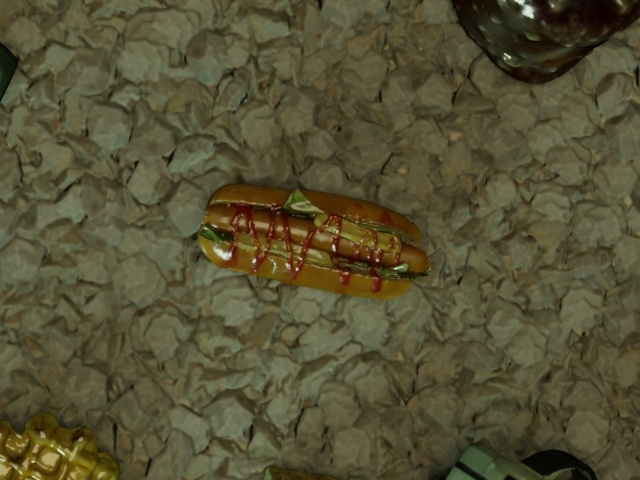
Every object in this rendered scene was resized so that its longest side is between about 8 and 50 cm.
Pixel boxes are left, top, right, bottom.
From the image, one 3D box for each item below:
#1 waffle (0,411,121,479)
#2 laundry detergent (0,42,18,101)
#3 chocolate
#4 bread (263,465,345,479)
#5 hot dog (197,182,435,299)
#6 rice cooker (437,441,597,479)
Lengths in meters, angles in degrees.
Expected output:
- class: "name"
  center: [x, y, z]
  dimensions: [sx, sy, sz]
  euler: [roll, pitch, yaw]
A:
- class: "waffle"
  center: [-0.304, 0.309, 1.772]
  dimensions: [0.249, 0.056, 0.253]
  euler: [-25, 93, -8]
- class: "laundry detergent"
  center: [-0.419, -0.174, 1.739]
  dimensions: [0.211, 0.063, 0.137]
  euler: [25, 93, -10]
- class: "chocolate"
  center: [0.231, -0.337, 1.780]
  dimensions: [0.225, 0.210, 0.340]
  euler: [-16, 94, -7]
- class: "bread"
  center: [-0.007, 0.276, 1.825]
  dimensions: [0.110, 0.060, 0.066]
  euler: [13, 59, -11]
- class: "hot dog"
  center: [0.000, 0.000, 1.812]
  dimensions: [0.250, 0.076, 0.104]
  euler: [13, 88, -8]
- class: "rice cooker"
  center: [0.196, 0.324, 1.784]
  dimensions: [0.226, 0.226, 0.244]
  euler: [35, 88, -9]
